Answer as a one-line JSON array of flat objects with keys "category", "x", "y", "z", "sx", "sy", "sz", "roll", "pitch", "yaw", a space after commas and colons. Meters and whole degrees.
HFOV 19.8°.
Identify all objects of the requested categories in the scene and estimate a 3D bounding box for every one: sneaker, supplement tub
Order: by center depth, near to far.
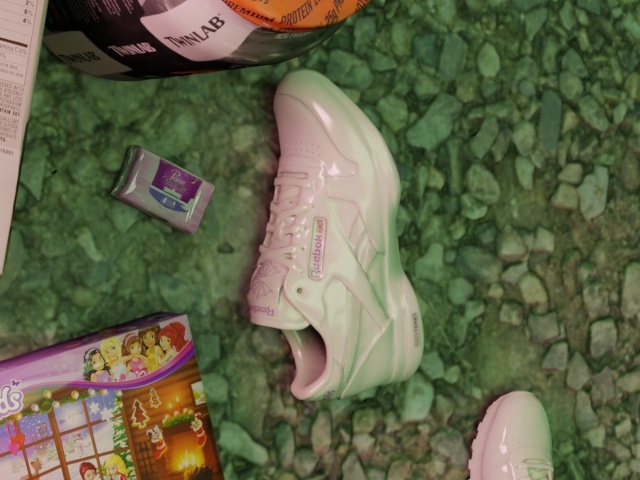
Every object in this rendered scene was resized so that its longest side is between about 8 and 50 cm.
[{"category": "supplement tub", "x": -0.095, "y": -0.235, "z": 1.449, "sx": 0.207, "sy": 0.338, "sz": 0.207, "roll": -1, "pitch": 92, "yaw": -30}, {"category": "sneaker", "x": 0.000, "y": 0.000, "z": 1.639, "sx": 0.152, "sy": 0.114, "sz": 0.305, "roll": -19, "pitch": 101, "yaw": -30}, {"category": "sneaker", "x": 0.197, "y": 0.263, "z": 1.774, "sx": 0.090, "sy": 0.095, "sz": 0.235, "roll": 8, "pitch": 86, "yaw": -29}]

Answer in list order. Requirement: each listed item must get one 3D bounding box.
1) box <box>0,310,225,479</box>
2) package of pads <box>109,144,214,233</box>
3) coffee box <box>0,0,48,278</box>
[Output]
[{"category": "box", "x": -0.227, "y": 0.195, "z": 1.542, "sx": 0.293, "sy": 0.057, "sz": 0.201, "roll": -17, "pitch": 99, "yaw": -29}, {"category": "package of pads", "x": -0.138, "y": -0.045, "z": 1.605, "sx": 0.083, "sy": 0.032, "sz": 0.050, "roll": 28, "pitch": 79, "yaw": -28}, {"category": "coffee box", "x": -0.294, "y": -0.109, "z": 1.394, "sx": 0.118, "sy": 0.168, "sz": 0.297, "roll": 13, "pitch": 71, "yaw": -22}]
